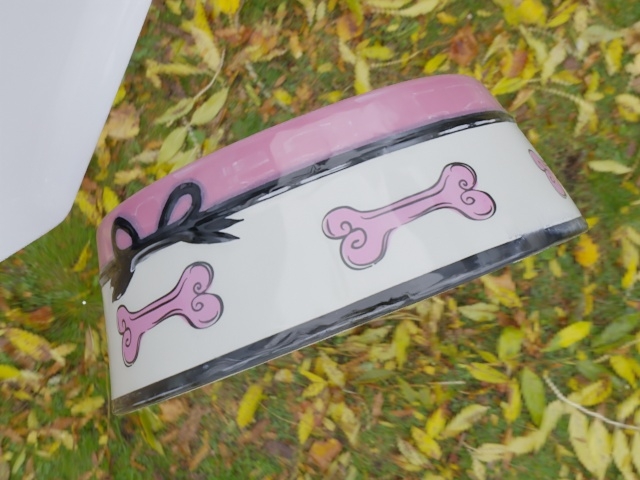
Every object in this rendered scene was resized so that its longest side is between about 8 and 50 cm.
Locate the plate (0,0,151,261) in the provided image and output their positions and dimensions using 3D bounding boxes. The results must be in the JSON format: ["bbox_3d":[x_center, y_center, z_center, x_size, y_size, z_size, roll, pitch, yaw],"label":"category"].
[{"bbox_3d":[-0.187,-0.093,0.608,0.045,0.278,0.277,29,114,5],"label":"plate"}]

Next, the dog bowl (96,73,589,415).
[{"bbox_3d":[0.000,0.000,0.853,0.408,0.408,0.150,-20,86,-13],"label":"dog bowl"}]
